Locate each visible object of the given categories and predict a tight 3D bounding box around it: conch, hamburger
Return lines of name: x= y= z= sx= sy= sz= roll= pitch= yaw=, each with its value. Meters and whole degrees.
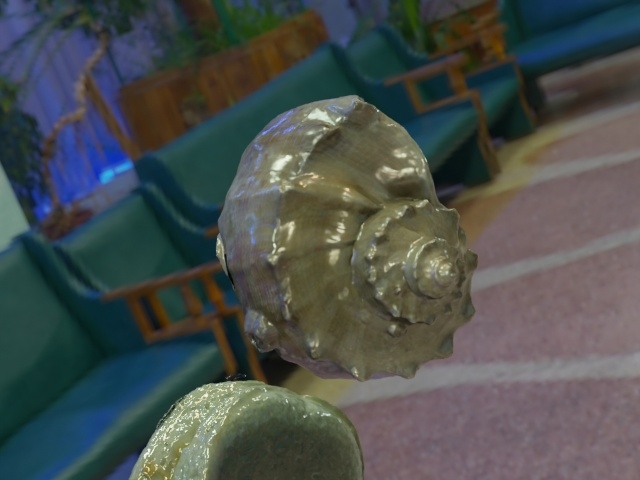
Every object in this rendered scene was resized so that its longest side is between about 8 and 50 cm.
conch: x=-0.005 y=0.002 z=1.267 sx=0.324 sy=0.263 sz=0.186 roll=-1 pitch=10 yaw=37
hamburger: x=-0.037 y=0.140 z=0.730 sx=0.062 sy=0.133 sz=0.140 roll=2 pitch=-17 yaw=42
